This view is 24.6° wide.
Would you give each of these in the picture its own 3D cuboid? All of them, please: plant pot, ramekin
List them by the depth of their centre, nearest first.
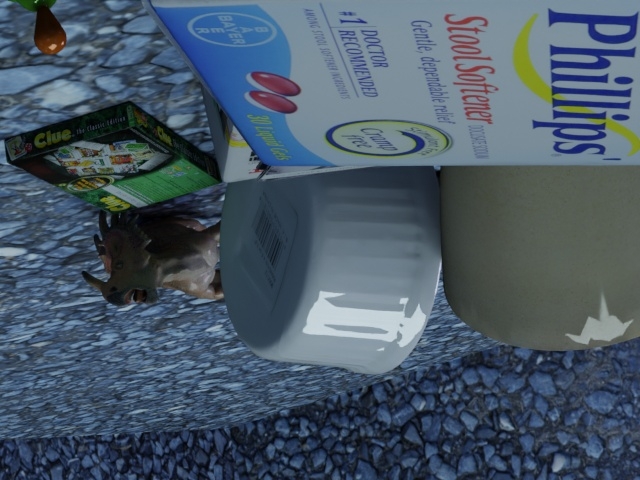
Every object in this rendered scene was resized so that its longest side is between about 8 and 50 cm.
[{"bbox_3d":[0.211,-0.087,1.300,0.256,0.256,0.274,-13,124,3],"label":"plant pot"},{"bbox_3d":[0.000,0.000,1.516,0.135,0.277,0.277,3,161,-27],"label":"ramekin"}]

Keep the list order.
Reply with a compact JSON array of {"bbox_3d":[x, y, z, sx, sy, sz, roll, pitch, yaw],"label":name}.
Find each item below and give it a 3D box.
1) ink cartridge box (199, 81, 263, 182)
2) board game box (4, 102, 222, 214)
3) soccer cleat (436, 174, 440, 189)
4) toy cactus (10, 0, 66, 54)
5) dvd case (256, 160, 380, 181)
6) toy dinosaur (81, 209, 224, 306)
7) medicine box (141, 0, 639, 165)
[{"bbox_3d":[0.013,-0.153,1.202,0.201,0.117,0.278,-10,167,-10],"label":"ink cartridge box"},{"bbox_3d":[-0.205,-0.079,1.506,0.136,0.030,0.260,-17,166,11],"label":"board game box"},{"bbox_3d":[0.219,-0.039,1.870,0.318,0.116,0.108,-18,166,22],"label":"soccer cleat"},{"bbox_3d":[-0.245,-0.182,0.918,0.219,0.112,0.180,-9,159,25],"label":"toy cactus"},{"bbox_3d":[0.054,-0.097,1.174,0.164,0.018,0.221,-8,166,-21],"label":"dvd case"},{"bbox_3d":[-0.187,0.016,1.739,0.200,0.127,0.296,-2,177,-12],"label":"toy dinosaur"},{"bbox_3d":[0.082,-0.146,0.787,0.289,0.149,0.263,1,166,10],"label":"medicine box"}]
